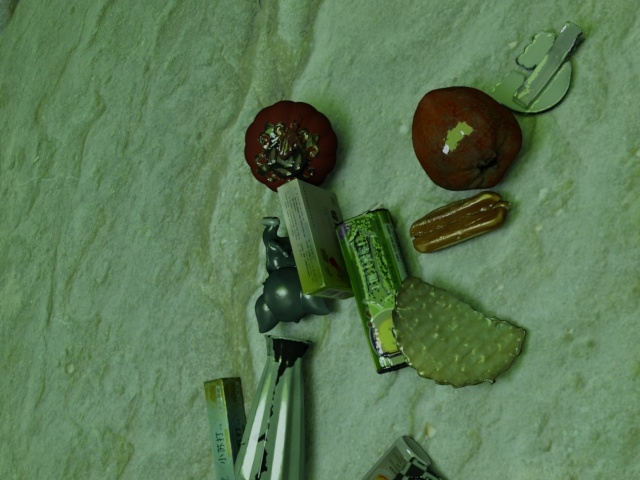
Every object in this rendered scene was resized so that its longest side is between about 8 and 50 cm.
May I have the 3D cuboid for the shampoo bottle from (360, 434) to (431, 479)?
[{"bbox_3d":[0.135,0.525,1.447,0.086,0.056,0.227,46,106,26],"label":"shampoo bottle"}]

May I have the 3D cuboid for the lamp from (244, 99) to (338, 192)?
[{"bbox_3d":[-0.072,-0.217,1.603,0.227,0.227,0.226,-6,79,31],"label":"lamp"}]

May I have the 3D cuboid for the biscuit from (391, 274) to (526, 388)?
[{"bbox_3d":[0.257,0.200,1.371,0.274,0.036,0.187,29,78,14],"label":"biscuit"}]

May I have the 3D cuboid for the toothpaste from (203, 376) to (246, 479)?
[{"bbox_3d":[-0.223,0.496,1.660,0.071,0.089,0.312,-17,73,24],"label":"toothpaste"}]

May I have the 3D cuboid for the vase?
[{"bbox_3d":[-0.101,0.404,1.565,0.165,0.165,0.360,1,79,32],"label":"vase"}]

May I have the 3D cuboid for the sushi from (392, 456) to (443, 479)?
[{"bbox_3d":[0.183,0.563,1.393,0.139,0.031,0.201,37,104,4],"label":"sushi"}]

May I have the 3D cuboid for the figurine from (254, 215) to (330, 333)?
[{"bbox_3d":[-0.071,0.071,1.605,0.193,0.140,0.265,-8,101,13],"label":"figurine"}]

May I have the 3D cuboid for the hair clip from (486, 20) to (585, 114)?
[{"bbox_3d":[0.454,-0.344,1.393,0.140,0.054,0.220,44,108,25],"label":"hair clip"}]

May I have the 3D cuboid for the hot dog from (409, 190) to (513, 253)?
[{"bbox_3d":[0.297,-0.039,1.433,0.236,0.062,0.092,-19,72,31],"label":"hot dog"}]

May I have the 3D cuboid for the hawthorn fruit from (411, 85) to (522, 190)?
[{"bbox_3d":[0.286,-0.228,1.402,0.210,0.210,0.262,-40,43,21],"label":"hawthorn fruit"}]

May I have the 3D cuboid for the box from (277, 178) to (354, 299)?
[{"bbox_3d":[0.000,0.000,1.545,0.062,0.175,0.260,-25,70,26],"label":"box"}]

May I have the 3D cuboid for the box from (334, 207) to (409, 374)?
[{"bbox_3d":[0.138,0.108,1.488,0.134,0.097,0.345,-20,72,12],"label":"box"}]
